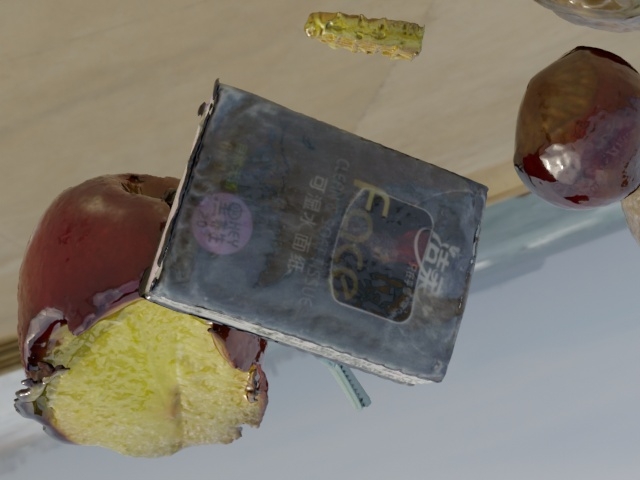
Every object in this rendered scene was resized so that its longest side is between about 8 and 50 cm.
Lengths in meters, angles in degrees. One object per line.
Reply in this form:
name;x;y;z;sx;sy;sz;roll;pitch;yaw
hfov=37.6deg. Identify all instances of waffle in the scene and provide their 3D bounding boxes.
waffle;0.075;-0.372;1.699;0.210;0.055;0.160;9;-176;-1

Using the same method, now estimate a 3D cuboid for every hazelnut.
hazelnut;0.320;-0.138;1.153;0.170;0.202;0.160;20;-177;35

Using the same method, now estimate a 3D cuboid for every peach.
peach;-0.234;0.120;1.281;0.339;0.417;0.353;5;-166;-5

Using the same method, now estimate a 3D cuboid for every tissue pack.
tissue pack;0.000;0.000;1.093;0.361;0.259;0.122;21;166;-14

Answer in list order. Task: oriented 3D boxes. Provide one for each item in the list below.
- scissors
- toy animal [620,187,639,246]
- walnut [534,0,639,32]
scissors;0.006;0.155;1.360;0.030;0.256;0.125;-44;-150;-23
toy animal;0.614;-0.032;1.504;0.188;0.358;0.226;-38;164;-19
walnut;0.437;-0.452;1.371;0.343;0.306;0.306;19;-160;35
